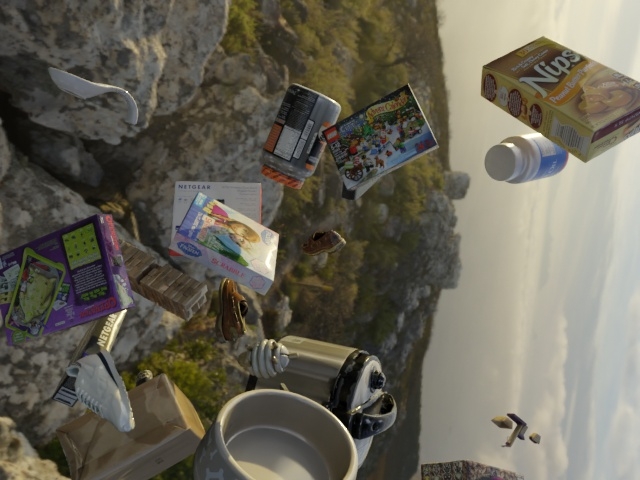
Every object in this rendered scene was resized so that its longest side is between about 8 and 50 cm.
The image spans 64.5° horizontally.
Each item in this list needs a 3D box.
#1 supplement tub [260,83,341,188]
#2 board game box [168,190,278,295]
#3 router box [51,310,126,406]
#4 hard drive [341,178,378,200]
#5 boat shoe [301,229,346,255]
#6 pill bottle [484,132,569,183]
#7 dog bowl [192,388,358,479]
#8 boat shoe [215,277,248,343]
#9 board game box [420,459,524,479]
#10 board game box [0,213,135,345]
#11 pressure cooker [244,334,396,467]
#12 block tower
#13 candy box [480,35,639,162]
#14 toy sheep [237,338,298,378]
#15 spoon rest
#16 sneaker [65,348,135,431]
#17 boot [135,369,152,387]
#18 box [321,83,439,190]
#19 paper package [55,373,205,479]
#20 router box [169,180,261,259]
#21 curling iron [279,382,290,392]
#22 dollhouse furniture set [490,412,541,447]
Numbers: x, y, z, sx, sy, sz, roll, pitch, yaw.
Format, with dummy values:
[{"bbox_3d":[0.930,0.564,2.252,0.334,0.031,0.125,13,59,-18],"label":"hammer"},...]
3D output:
[{"bbox_3d":[-0.075,-0.346,1.711,0.193,0.194,0.316,-1,117,-65],"label":"supplement tub"},{"bbox_3d":[-0.291,0.000,1.620,0.066,0.318,0.318,-55,-163,23],"label":"board game box"},{"bbox_3d":[-0.806,0.387,1.790,0.243,0.081,0.309,-50,-158,19],"label":"router box"},{"bbox_3d":[0.165,-0.241,1.566,0.254,0.054,0.172,-46,165,-18],"label":"hard drive"},{"bbox_3d":[0.000,0.000,1.391,0.064,0.178,0.060,-43,107,-28],"label":"boat shoe"},{"bbox_3d":[0.524,-0.210,1.300,0.221,0.124,0.124,-14,111,-34],"label":"pill bottle"},{"bbox_3d":[-0.080,0.447,1.055,0.349,0.349,0.102,-22,135,-63],"label":"dog bowl"},{"bbox_3d":[-0.314,0.250,1.867,0.307,0.104,0.110,-99,174,-50],"label":"boat shoe"},{"bbox_3d":[0.370,0.692,1.192,0.232,0.141,0.291,25,53,-30],"label":"board game box"},{"bbox_3d":[-0.573,0.091,1.109,0.056,0.347,0.208,6,68,-67],"label":"board game box"},{"bbox_3d":[0.018,0.498,1.555,0.370,0.420,0.375,-59,147,-46],"label":"pressure cooker"},{"bbox_3d":[-0.483,0.115,1.473,0.091,0.335,0.097,-51,154,-34],"label":"block tower"},{"bbox_3d":[0.522,-0.314,1.091,0.183,0.316,0.087,-28,141,-11],"label":"candy box"},{"bbox_3d":[-0.112,0.250,1.075,0.091,0.132,0.091,-4,90,-79],"label":"toy sheep"},{"bbox_3d":[-0.651,-0.435,1.478,0.276,0.137,0.084,26,86,-56],"label":"spoon rest"},{"bbox_3d":[-0.485,0.344,1.125,0.095,0.235,0.090,-15,126,-36],"label":"sneaker"},{"bbox_3d":[-0.748,0.681,2.135,0.236,0.085,0.178,-64,-149,34],"label":"boot"},{"bbox_3d":[0.138,-0.239,1.199,0.159,0.233,0.044,66,17,7],"label":"box"},{"bbox_3d":[-0.497,0.543,1.388,0.309,0.168,0.325,-27,156,-17],"label":"paper package"},{"bbox_3d":[-0.400,-0.073,1.964,0.082,0.336,0.301,105,-16,-75],"label":"router box"},{"bbox_3d":[-0.057,0.466,1.288,0.035,0.274,0.068,14,115,-35],"label":"curling iron"},{"bbox_3d":[0.475,0.498,1.281,0.081,0.091,0.114,-49,177,-20],"label":"dollhouse furniture set"}]
